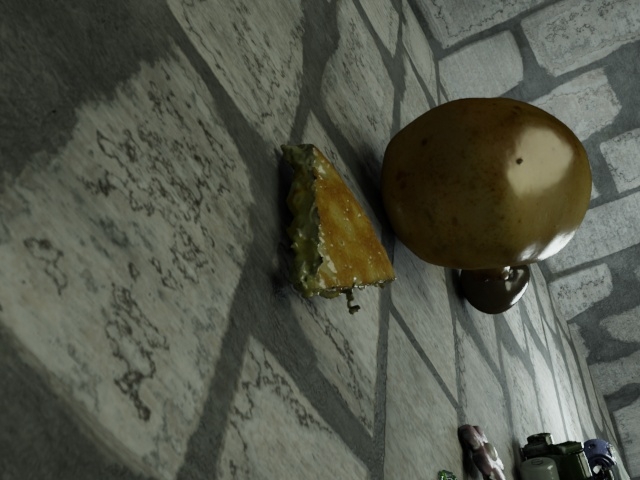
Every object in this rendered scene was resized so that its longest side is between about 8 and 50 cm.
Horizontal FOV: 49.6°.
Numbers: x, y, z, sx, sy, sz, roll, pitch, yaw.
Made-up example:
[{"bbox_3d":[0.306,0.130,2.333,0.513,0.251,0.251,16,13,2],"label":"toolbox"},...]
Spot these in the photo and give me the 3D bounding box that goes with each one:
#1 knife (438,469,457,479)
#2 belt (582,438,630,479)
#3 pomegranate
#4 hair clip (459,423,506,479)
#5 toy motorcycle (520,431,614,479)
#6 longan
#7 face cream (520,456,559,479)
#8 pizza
[{"bbox_3d":[0.229,0.460,1.131,0.078,0.023,0.166,31,41,-49],"label":"knife"},{"bbox_3d":[0.972,0.803,2.368,0.230,0.140,0.126,65,21,-12],"label":"belt"},{"bbox_3d":[0.330,-0.100,1.404,0.416,0.417,0.416,49,28,-39],"label":"pomegranate"},{"bbox_3d":[0.329,0.465,1.304,0.146,0.075,0.257,33,36,-48],"label":"hair clip"},{"bbox_3d":[0.595,0.555,1.646,0.127,0.275,0.205,-9,74,-23],"label":"toy motorcycle"},{"bbox_3d":[0.440,0.102,1.763,0.189,0.189,0.189,49,28,-39],"label":"longan"},{"bbox_3d":[0.530,0.656,1.569,0.143,0.089,0.314,-3,78,-74],"label":"face cream"},{"bbox_3d":[0.000,0.000,0.976,0.280,0.075,0.287,59,25,-11],"label":"pizza"}]
